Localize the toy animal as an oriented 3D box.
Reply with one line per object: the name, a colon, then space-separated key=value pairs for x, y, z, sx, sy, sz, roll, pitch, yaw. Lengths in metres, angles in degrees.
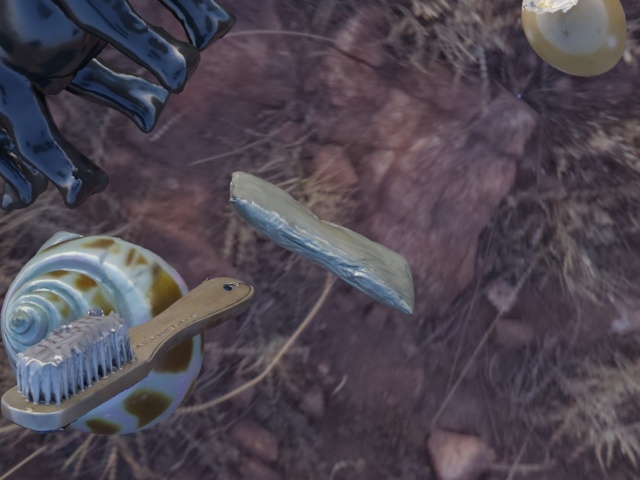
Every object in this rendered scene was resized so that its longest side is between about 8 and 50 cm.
toy animal: x=-0.155 y=-0.109 z=0.894 sx=0.146 sy=0.114 sz=0.245 roll=37 pitch=123 yaw=-7

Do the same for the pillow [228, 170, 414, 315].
pillow: x=0.000 y=0.000 z=1.621 sx=0.230 sy=0.148 sz=0.050 roll=30 pitch=97 yaw=-11

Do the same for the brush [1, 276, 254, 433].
brush: x=-0.166 y=0.081 z=1.404 sx=0.070 sy=0.327 sz=0.065 roll=15 pitch=114 yaw=29

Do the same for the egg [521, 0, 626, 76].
egg: x=0.209 y=-0.175 z=1.262 sx=0.080 sy=0.080 sz=0.096 roll=-28 pitch=127 yaw=9

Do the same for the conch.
conch: x=-0.244 y=0.091 z=1.641 sx=0.249 sy=0.368 sz=0.197 roll=39 pitch=70 yaw=19
